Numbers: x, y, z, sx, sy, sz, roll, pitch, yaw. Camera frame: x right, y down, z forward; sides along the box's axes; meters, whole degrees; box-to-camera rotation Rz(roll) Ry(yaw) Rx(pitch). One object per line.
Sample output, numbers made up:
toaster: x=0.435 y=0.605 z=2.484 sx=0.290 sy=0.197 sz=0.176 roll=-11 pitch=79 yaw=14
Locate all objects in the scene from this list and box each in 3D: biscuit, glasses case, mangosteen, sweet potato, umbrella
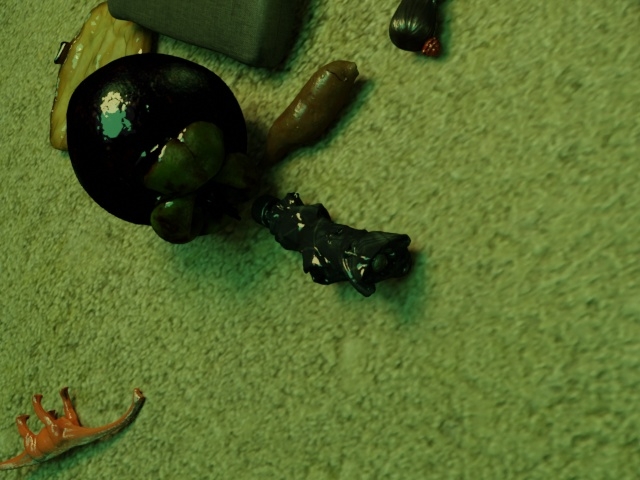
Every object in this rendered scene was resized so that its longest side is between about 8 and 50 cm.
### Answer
biscuit: x=-0.338 y=-0.249 z=1.306 sx=0.203 sy=0.041 sz=0.260 roll=41 pitch=104 yaw=36
glasses case: x=-0.164 y=-0.324 z=1.125 sx=0.323 sy=0.074 sz=0.131 roll=26 pitch=115 yaw=36
mangosteen: x=-0.182 y=-0.105 z=1.012 sx=0.242 sy=0.243 sz=0.243 roll=-13 pitch=69 yaw=37
sweet potato: x=-0.023 y=-0.138 z=1.003 sx=0.195 sy=0.056 sz=0.056 roll=-41 pitch=54 yaw=30
umbrella: x=-0.001 y=0.002 z=0.934 sx=0.224 sy=0.080 sz=0.071 roll=26 pitch=130 yaw=45

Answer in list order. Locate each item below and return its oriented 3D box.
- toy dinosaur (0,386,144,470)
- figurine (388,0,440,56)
toy dinosaur: x=-0.346 y=0.247 z=1.153 sx=0.279 sy=0.055 sz=0.101 roll=-37 pitch=66 yaw=24
figurine: x=0.111 y=-0.251 z=0.929 sx=0.059 sy=0.047 sz=0.106 roll=16 pitch=78 yaw=6
